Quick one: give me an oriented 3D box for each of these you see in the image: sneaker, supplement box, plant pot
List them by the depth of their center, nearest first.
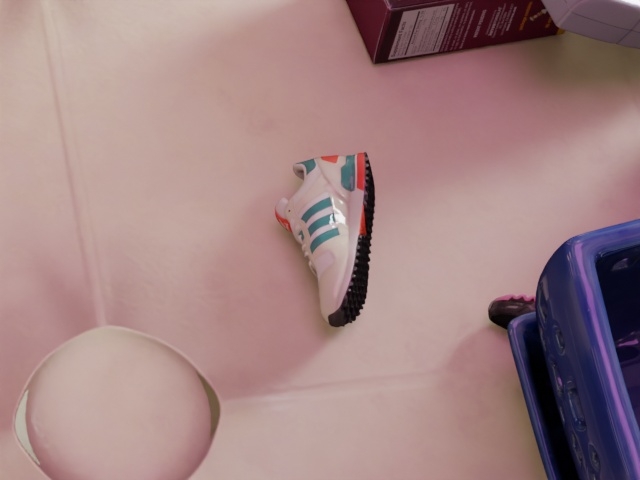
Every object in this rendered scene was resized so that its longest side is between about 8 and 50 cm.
[{"bbox_3d":[0.275,0.112,1.404,0.236,0.212,0.236,-12,75,-17],"label":"plant pot"},{"bbox_3d":[0.181,0.086,1.530,0.119,0.047,0.057,26,68,9],"label":"sneaker"},{"bbox_3d":[0.000,0.000,1.553,0.075,0.057,0.161,0,57,11],"label":"sneaker"},{"bbox_3d":[0.122,-0.229,1.700,0.188,0.081,0.104,-11,59,-17],"label":"supplement box"}]

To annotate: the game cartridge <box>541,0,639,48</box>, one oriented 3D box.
[{"bbox_3d":[0.289,-0.253,1.699,0.294,0.060,0.196,-6,63,-39],"label":"game cartridge"}]
